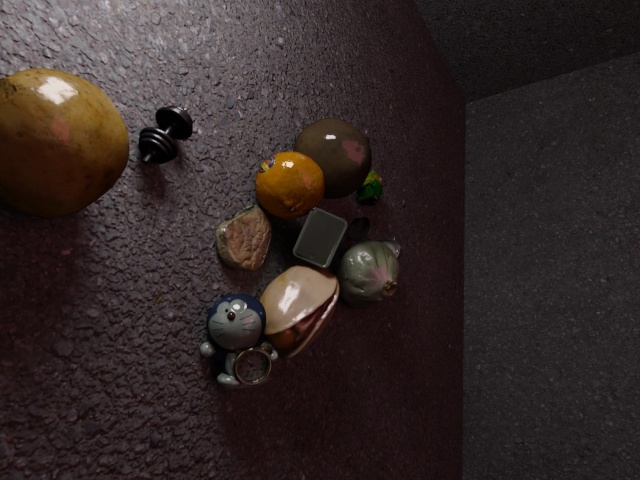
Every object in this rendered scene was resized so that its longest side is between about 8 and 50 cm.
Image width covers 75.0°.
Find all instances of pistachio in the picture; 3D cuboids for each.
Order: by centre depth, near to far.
[{"bbox_3d":[-0.064,0.205,1.278,0.309,0.230,0.229,-54,126,-42],"label":"pistachio"}]

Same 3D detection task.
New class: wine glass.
[{"bbox_3d":[0.226,0.004,1.806,0.232,0.156,0.156,39,53,-39],"label":"wine glass"}]

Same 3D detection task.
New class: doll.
[{"bbox_3d":[0.221,-0.238,1.870,0.134,0.106,0.186,55,42,-16],"label":"doll"}]

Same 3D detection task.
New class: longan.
[{"bbox_3d":[0.042,-0.288,1.468,0.297,0.297,0.297,15,71,-53],"label":"longan"}]

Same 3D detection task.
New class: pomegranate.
[{"bbox_3d":[-0.483,-0.177,0.751,0.260,0.261,0.260,15,71,-53],"label":"pomegranate"}]

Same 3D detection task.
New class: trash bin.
[{"bbox_3d":[0.000,0.000,1.381,0.240,0.122,0.164,80,34,-86],"label":"trash bin"}]

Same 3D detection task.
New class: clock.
[{"bbox_3d":[-0.221,0.263,1.114,0.200,0.146,0.243,-6,94,-12],"label":"clock"}]

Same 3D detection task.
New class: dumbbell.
[{"bbox_3d":[-0.381,-0.262,1.030,0.099,0.099,0.208,50,45,-37],"label":"dumbbell"}]

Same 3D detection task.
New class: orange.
[{"bbox_3d":[-0.095,-0.171,1.310,0.219,0.193,0.219,-17,130,-21],"label":"orange"}]

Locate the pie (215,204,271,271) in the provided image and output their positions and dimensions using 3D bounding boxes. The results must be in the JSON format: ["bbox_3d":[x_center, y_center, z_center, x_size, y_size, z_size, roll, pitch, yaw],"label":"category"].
[{"bbox_3d":[-0.219,0.002,1.248,0.218,0.052,0.185,-42,116,-52],"label":"pie"}]

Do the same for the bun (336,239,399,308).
[{"bbox_3d":[0.211,0.148,1.650,0.293,0.187,0.293,-12,110,-34],"label":"bun"}]
